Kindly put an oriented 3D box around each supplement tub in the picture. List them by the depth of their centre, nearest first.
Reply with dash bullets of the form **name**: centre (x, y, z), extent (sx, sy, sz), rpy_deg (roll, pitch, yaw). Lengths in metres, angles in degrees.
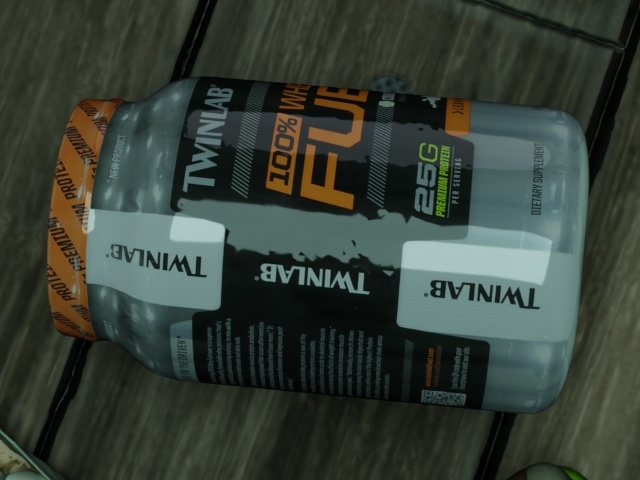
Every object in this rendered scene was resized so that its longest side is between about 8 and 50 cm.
- **supplement tub**: centre (0.000, 0.000, 1.058), extent (0.316, 0.193, 0.194), rpy_deg (5, 85, 3)

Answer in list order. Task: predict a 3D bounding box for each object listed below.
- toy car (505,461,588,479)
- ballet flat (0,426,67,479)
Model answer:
- **toy car**: centre (0.106, 0.242, 1.059), extent (0.188, 0.155, 0.149), rpy_deg (-32, 84, 9)
- **ballet flat**: centre (-0.224, 0.156, 1.116), extent (0.213, 0.068, 0.072), rpy_deg (44, 88, 5)
